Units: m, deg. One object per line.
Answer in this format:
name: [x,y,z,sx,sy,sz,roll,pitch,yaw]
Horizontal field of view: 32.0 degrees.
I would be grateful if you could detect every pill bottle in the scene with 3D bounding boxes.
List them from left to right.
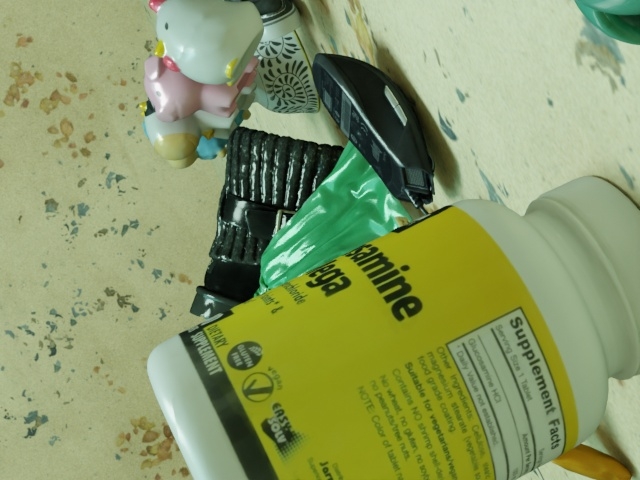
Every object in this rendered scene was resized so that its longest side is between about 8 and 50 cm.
pill bottle: [0.068,0.087,0.759,0.188,0.334,0.188,61,170,19]

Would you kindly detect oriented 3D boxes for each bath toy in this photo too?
bath toy: [-0.156,-0.193,1.351,0.129,0.151,0.348,32,163,1]

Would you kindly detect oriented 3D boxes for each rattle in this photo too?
rattle: [0.201,0.108,1.008,0.130,0.142,0.200,42,-128,-46]

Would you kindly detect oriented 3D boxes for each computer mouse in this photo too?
computer mouse: [0.086,-0.074,1.125,0.262,0.060,0.184,53,169,22]

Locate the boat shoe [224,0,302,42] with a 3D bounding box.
boat shoe: [-0.085,-0.313,1.395,0.228,0.080,0.076,-116,4,-59]

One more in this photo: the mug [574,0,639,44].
mug: [0.137,-0.151,0.477,0.158,0.097,0.129,68,170,-17]

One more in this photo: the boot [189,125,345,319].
boot: [0.021,0.013,1.412,0.131,0.348,0.260,173,114,-85]

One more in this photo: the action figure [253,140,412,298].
action figure: [0.000,0.000,1.298,0.063,0.232,0.137,16,-142,-50]

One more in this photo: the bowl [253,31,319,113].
bowl: [-0.074,-0.234,1.504,0.170,0.080,0.170,62,171,17]
